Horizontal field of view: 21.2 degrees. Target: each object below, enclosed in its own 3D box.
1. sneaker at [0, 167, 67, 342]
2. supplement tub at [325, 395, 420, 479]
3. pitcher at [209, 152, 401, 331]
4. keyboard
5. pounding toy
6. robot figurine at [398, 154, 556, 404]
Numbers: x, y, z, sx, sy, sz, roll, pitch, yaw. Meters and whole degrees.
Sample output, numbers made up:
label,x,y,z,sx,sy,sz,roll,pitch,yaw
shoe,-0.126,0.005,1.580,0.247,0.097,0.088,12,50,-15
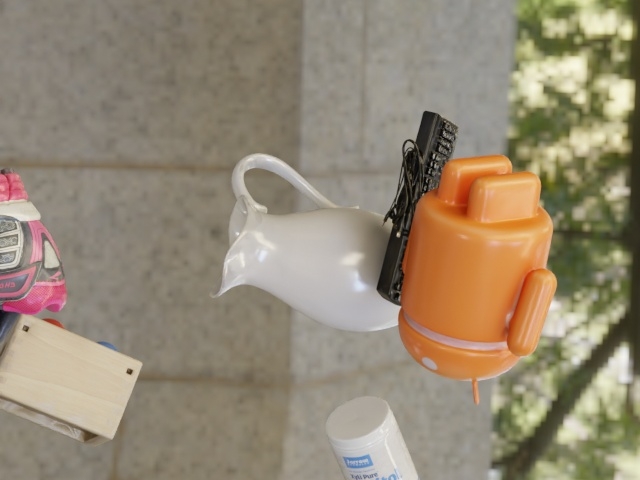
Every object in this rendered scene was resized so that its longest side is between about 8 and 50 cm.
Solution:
label,x,y,z,sx,sy,sz,roll,pitch,yaw
sneaker,-0.315,0.071,1.256,0.299,0.112,0.121,-37,169,25
supplement tub,0.053,0.216,1.703,0.071,0.107,0.071,-17,-150,10
pitcher,0.000,0.000,1.775,0.207,0.178,0.125,12,150,-11
keyboard,0.102,-0.028,1.682,0.038,0.192,0.100,13,178,32
pounding toy,-0.232,0.107,1.485,0.130,0.100,0.141,24,165,-10
robot figurine,0.140,0.035,1.558,0.158,0.219,0.128,15,-156,15
